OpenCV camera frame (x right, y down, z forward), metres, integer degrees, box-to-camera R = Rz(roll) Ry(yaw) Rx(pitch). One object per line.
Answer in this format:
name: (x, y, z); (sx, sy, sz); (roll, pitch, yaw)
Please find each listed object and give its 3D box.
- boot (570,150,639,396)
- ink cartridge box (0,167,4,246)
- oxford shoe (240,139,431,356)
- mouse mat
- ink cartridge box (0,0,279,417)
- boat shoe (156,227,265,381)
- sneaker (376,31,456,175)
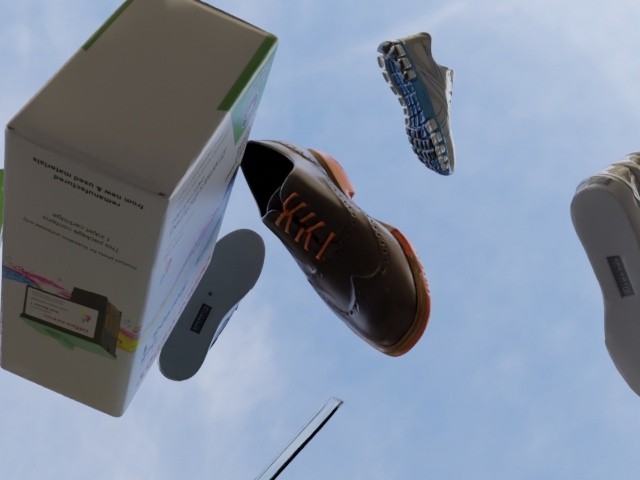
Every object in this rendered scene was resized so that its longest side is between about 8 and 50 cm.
boot: (0.350, 0.035, 0.931); (0.123, 0.095, 0.258); (-31, -73, -37)
ink cartridge box: (-0.419, 0.002, 0.795); (0.097, 0.255, 0.188); (18, -83, 31)
oxford shoe: (0.000, 0.000, 0.786); (0.098, 0.097, 0.271); (20, -158, -40)
mouse mat: (-0.038, 0.172, 0.654); (0.007, 0.189, 0.152); (43, -97, 4)
ink cartridge box: (-0.147, -0.024, 0.698); (0.117, 0.278, 0.201); (24, -133, 1)
boat shoe: (-0.126, 0.067, 0.991); (0.065, 0.083, 0.183); (32, -98, -10)
sneaker: (0.145, -0.176, 1.134); (0.083, 0.071, 0.190); (-29, -72, -22)
